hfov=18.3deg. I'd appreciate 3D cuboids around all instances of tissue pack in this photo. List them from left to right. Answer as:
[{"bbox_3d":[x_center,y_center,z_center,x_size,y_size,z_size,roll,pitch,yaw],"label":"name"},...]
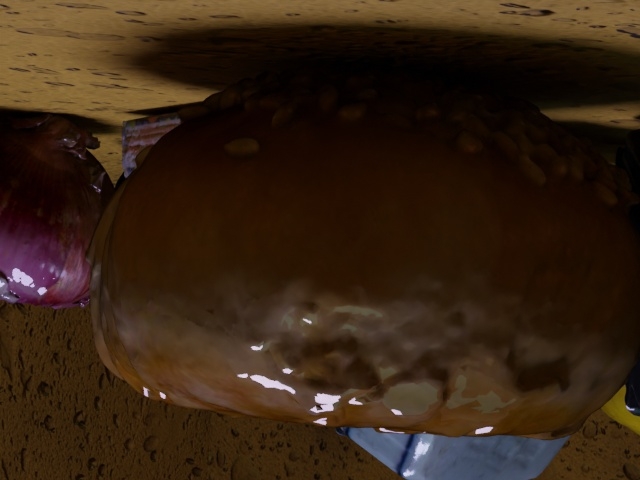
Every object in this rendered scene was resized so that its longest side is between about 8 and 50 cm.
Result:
[{"bbox_3d":[-0.088,-0.077,1.682,0.108,0.060,0.148,4,176,-32],"label":"tissue pack"}]

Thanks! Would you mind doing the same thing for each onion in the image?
[{"bbox_3d":[-0.269,-0.045,1.789,0.230,0.163,0.230,20,-148,-13],"label":"onion"}]

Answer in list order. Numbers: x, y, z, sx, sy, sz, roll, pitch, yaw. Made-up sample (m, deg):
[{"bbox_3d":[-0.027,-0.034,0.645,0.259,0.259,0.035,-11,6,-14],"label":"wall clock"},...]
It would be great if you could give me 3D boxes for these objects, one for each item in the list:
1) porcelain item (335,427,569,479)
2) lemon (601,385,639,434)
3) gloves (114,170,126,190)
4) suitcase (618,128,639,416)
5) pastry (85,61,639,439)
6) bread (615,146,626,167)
[{"bbox_3d":[0.139,0.075,1.703,0.157,0.286,0.281,38,-176,29],"label":"porcelain item"},{"bbox_3d":[0.370,0.069,1.928,0.285,0.285,0.316,4,-161,-11],"label":"lemon"},{"bbox_3d":[-0.080,-0.036,1.976,0.203,0.124,0.164,20,-172,19],"label":"gloves"},{"bbox_3d":[0.420,0.036,1.474,0.434,0.194,0.283,3,-156,-3],"label":"suitcase"},{"bbox_3d":[0.032,0.007,1.377,0.409,0.245,0.409,5,177,0],"label":"pastry"},{"bbox_3d":[0.298,-0.048,1.668,0.139,0.074,0.084,4,179,29],"label":"bread"}]
